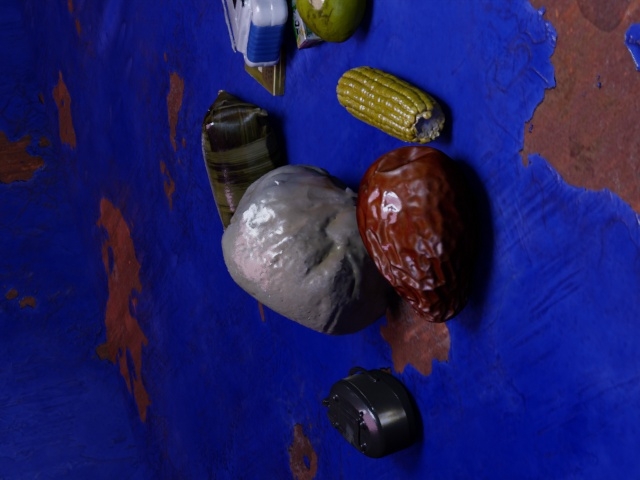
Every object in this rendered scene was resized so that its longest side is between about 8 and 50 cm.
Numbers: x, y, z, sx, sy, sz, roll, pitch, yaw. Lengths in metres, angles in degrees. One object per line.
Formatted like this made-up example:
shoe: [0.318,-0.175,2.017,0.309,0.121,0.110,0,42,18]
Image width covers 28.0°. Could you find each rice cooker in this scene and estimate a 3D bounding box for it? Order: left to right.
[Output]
rice cooker: [0.080,0.268,1.999,0.165,0.106,0.112,30,131,47]

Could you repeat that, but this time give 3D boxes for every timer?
timer: [-0.118,-0.428,2.122,0.178,0.078,0.253,106,154,-64]

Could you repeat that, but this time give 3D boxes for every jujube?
jujube: [0.136,-0.007,1.712,0.168,0.168,0.236,28,140,61]

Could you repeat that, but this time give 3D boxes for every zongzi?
zongzi: [-0.146,-0.130,2.330,0.288,0.134,0.286,-127,28,-69]

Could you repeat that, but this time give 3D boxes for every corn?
corn: [0.096,-0.191,1.796,0.238,0.080,0.080,36,132,55]

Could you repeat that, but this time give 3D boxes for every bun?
bun: [-0.014,-0.005,1.950,0.205,0.281,0.281,-63,37,16]

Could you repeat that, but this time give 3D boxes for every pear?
pear: [0.015,-0.354,1.876,0.107,0.107,0.131,44,135,53]

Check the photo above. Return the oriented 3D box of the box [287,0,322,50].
box: [-0.034,-0.409,2.039,0.050,0.041,0.207,158,102,-67]

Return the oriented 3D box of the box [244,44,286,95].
box: [-0.097,-0.317,2.245,0.133,0.023,0.090,-134,41,-51]
